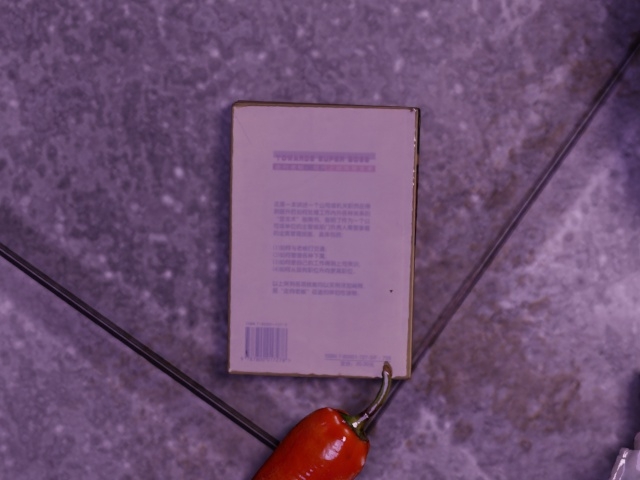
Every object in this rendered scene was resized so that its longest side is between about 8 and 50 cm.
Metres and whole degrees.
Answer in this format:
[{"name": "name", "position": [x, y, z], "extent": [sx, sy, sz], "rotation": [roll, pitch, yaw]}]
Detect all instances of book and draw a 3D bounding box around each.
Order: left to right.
[{"name": "book", "position": [0.000, 0.000, 1.669], "extent": [0.161, 0.026, 0.230], "rotation": [2, 95, 5]}]

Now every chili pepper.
[{"name": "chili pepper", "position": [-0.023, 0.213, 1.671], "extent": [0.071, 0.063, 0.272], "rotation": [43, 104, 25]}]

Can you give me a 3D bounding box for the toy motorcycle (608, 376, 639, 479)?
[{"name": "toy motorcycle", "position": [0.285, 0.195, 1.610], "extent": [0.239, 0.108, 0.204], "rotation": [-32, 47, 27]}]
